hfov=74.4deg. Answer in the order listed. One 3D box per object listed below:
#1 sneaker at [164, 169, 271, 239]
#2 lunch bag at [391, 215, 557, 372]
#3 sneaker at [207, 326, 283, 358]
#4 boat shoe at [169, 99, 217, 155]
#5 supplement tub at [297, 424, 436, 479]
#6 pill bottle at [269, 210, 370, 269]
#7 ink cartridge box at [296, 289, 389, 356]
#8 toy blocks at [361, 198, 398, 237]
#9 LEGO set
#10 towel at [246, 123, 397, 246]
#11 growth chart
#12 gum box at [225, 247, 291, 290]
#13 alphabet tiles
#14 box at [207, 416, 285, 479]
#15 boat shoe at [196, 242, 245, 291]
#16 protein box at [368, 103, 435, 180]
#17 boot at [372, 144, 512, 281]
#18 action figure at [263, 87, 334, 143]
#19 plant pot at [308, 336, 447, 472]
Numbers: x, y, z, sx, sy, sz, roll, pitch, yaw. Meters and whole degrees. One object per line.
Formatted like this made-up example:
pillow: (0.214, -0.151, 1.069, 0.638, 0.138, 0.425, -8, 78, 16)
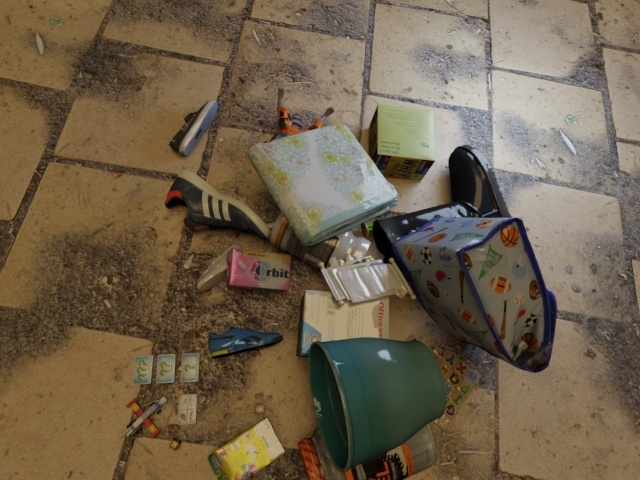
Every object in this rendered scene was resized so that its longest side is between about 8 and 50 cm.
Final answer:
sneaker: (-0.321, -0.069, 1.296, 0.350, 0.131, 0.148, 30, 75, 11)
lunch bag: (0.419, 0.136, 1.129, 0.238, 0.328, 0.386, -28, 100, -13)
sneaker: (-0.214, 0.275, 1.199, 0.209, 0.069, 0.082, -9, 67, -10)
boat shoe: (-0.432, -0.392, 1.428, 0.076, 0.080, 0.229, 26, 76, 2)
supplement tub: (0.114, 0.531, 1.074, 0.315, 0.194, 0.194, -17, 72, -12)
pill bottle: (0.000, 0.000, 1.280, 0.278, 0.162, 0.162, 27, 68, 4)
ink cartridge box: (0.059, 0.242, 1.168, 0.232, 0.168, 0.171, 6, 72, -5)
toy blocks: (0.199, -0.083, 1.394, 0.148, 0.054, 0.123, -16, 71, -13)
LEGO set: (-0.423, 0.427, 1.123, 0.182, 0.060, 0.245, -1, 70, -3)
towel: (0.017, -0.178, 1.237, 0.374, 0.090, 0.321, -24, 72, -34)
growth chart: (0.123, 0.102, 1.146, 0.237, 0.021, 0.172, -5, 47, -15)
gum box: (-0.187, 0.090, 1.244, 0.188, 0.062, 0.107, 8, 74, -22)
alphabet tiles: (0.328, 0.400, 1.249, 0.237, 0.009, 0.198, 41, 70, 9)
box: (-0.194, 0.561, 1.107, 0.179, 0.043, 0.105, -27, 75, -18)
boat shoe: (-0.305, 0.075, 1.269, 0.063, 0.066, 0.184, 39, 70, 19)
protein box: (0.275, -0.335, 1.455, 0.199, 0.136, 0.201, 5, 68, -6)
boot: (0.365, -0.096, 1.371, 0.444, 0.146, 0.367, -20, 74, -12)
action figure: (-0.047, -0.304, 1.426, 0.341, 0.178, 0.330, 20, 73, -28)
plant pot: (0.132, 0.344, 0.959, 0.255, 0.272, 0.272, -7, 70, -16)
